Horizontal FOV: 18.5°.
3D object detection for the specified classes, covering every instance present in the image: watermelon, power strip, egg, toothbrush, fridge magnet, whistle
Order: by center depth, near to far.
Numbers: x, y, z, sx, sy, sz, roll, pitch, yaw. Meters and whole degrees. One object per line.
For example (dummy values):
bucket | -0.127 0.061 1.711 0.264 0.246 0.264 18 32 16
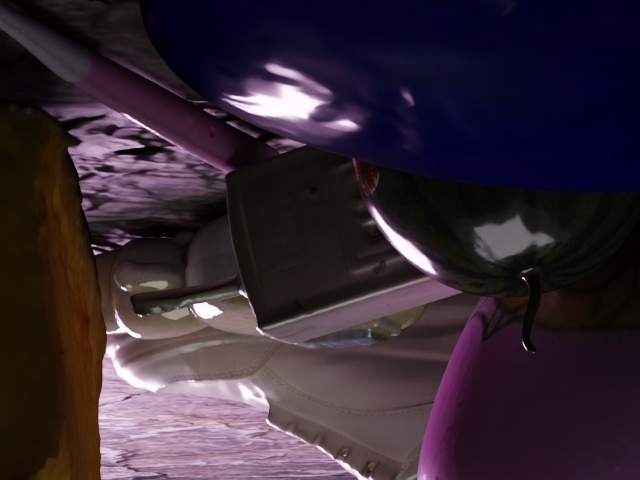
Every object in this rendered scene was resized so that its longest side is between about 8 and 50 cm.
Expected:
fridge magnet | 0.085 -0.074 0.505 0.265 0.112 0.265 0 167 0
watermelon | 0.065 -0.023 0.679 0.105 0.133 0.105 -8 155 -4
toothbrush | -0.084 -0.061 0.751 0.025 0.020 0.286 0 167 26
egg | 0.159 0.055 0.763 0.196 0.271 0.196 31 153 18
power strip | 0.000 0.000 0.825 0.175 0.075 0.042 -19 162 15
whistle | -0.050 0.025 1.014 0.258 0.067 0.126 -4 165 24

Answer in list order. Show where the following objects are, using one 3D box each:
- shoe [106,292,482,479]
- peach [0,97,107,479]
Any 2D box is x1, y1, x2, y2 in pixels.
shoe | 0.034 0.103 1.153 0.316 0.159 0.124 -5 167 6
peach | -0.236 0.060 0.787 0.380 0.242 0.306 7 160 -29
